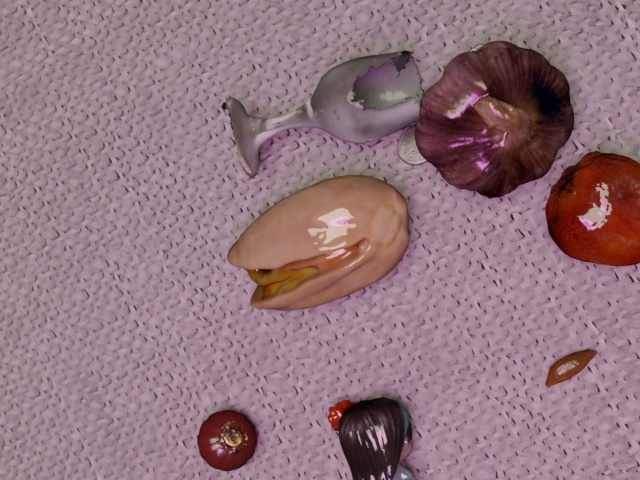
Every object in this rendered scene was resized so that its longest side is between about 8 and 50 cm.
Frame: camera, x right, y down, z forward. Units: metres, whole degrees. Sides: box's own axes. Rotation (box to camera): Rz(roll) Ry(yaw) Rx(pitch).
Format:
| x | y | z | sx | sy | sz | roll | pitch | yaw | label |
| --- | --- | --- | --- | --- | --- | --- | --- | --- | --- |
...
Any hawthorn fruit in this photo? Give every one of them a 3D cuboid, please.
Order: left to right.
| x | y | z | sx | sy | sz | roll | pitch | yaw | label |
| --- | --- | --- | --- | --- | --- | --- | --- | --- | --- |
| 0.423 | -0.044 | 1.340 | 0.179 | 0.173 | 0.174 | 5 | 90 | -11 | hawthorn fruit |

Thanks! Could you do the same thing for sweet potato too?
| x | y | z | sx | sy | sz | roll | pitch | yaw | label |
| --- | --- | --- | --- | --- | --- | --- | --- | --- | --- |
| 0.383 | 0.193 | 1.403 | 0.095 | 0.034 | 0.034 | -35 | 81 | 2 | sweet potato |

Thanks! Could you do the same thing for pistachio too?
| x | y | z | sx | sy | sz | roll | pitch | yaw | label |
| --- | --- | --- | --- | --- | --- | --- | --- | --- | --- |
| 0.000 | 0.000 | 1.449 | 0.299 | 0.187 | 0.188 | -20 | 84 | 20 | pistachio |

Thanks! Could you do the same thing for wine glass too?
| x | y | z | sx | sy | sz | roll | pitch | yaw | label |
| --- | --- | --- | --- | --- | --- | --- | --- | --- | --- |
| 0.009 | -0.207 | 1.461 | 0.321 | 0.143 | 0.143 | -17 | 85 | 13 | wine glass |

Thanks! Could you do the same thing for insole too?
| x | y | z | sx | sy | sz | roll | pitch | yaw | label |
| --- | --- | --- | --- | --- | --- | --- | --- | --- | --- |
| 0.209 | -0.216 | 1.470 | 0.080 | 0.003 | 0.232 | 40 | 99 | 12 | insole |

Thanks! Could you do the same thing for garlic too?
| x | y | z | sx | sy | sz | roll | pitch | yaw | label |
| --- | --- | --- | --- | --- | --- | --- | --- | --- | --- |
| 0.267 | -0.173 | 1.351 | 0.244 | 0.160 | 0.245 | -5 | 112 | -13 | garlic |

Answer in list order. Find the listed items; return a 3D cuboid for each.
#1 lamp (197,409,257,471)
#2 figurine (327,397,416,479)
| x | y | z | sx | sy | sz | roll | pitch | yaw | label |
| --- | --- | --- | --- | --- | --- | --- | --- | --- | --- |
| -0.156 | 0.333 | 1.520 | 0.101 | 0.090 | 0.101 | 7 | 69 | -20 | lamp |
| 0.090 | 0.368 | 1.435 | 0.137 | 0.110 | 0.246 | -15 | 78 | 22 | figurine |
